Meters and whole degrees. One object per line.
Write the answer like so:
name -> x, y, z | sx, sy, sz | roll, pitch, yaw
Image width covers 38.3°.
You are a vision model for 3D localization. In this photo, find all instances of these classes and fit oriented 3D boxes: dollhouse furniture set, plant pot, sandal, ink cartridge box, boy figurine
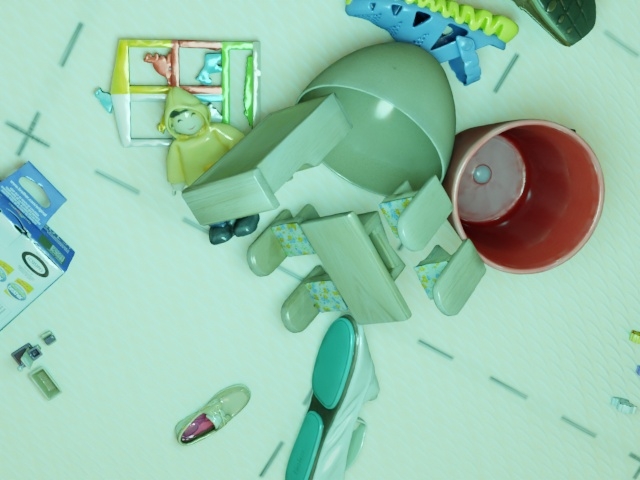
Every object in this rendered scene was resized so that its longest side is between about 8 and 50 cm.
dollhouse furniture set -> 0.000, 0.000, 1.522 | 0.256, 0.362, 0.394 | -48, 117, -40
plant pot -> 0.328, -0.098, 1.654 | 0.275, 0.243, 0.275 | -3, 104, -11
sandal -> 0.192, -0.368, 1.646 | 0.317, 0.126, 0.138 | 14, 104, -9
dollhouse furniture set -> -0.508, 0.242, 1.702 | 0.091, 0.081, 0.114 | -32, 105, 0
ink cartridge box -> -0.623, 0.035, 1.604 | 0.395, 0.151, 0.270 | -41, 105, 4
plant pot -> 0.121, -0.235, 1.611 | 0.284, 0.284, 0.191 | 37, 63, -14
boy figurine -> -0.192, -0.140, 1.628 | 0.177, 0.092, 0.285 | -15, 119, 7

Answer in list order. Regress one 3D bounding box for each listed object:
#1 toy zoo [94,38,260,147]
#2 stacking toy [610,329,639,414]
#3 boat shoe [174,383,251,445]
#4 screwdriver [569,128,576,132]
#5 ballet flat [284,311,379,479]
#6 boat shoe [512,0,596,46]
toy zoo -> -0.254, -0.262, 1.650 | 0.293, 0.030, 0.192 | 0, 103, -8
stacking toy -> 0.718, 0.282, 1.900 | 0.221, 0.052, 0.167 | 10, 101, -11
boat shoe -> -0.205, 0.343, 1.779 | 0.170, 0.059, 0.063 | -37, 105, 1
screwdriver -> 0.482, -0.133, 1.789 | 0.025, 0.024, 0.170 | -2, 107, -9
ballet flat -> 0.040, 0.324, 1.788 | 0.139, 0.139, 0.400 | 13, 105, -11
boat shoe -> 0.364, -0.488, 1.642 | 0.122, 0.120, 0.324 | -40, 99, -17
